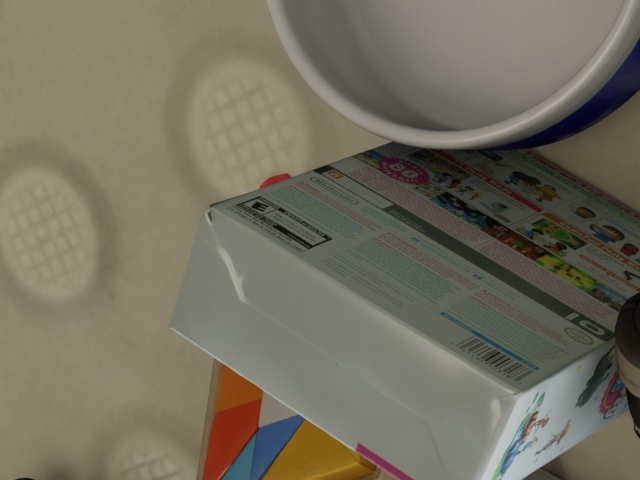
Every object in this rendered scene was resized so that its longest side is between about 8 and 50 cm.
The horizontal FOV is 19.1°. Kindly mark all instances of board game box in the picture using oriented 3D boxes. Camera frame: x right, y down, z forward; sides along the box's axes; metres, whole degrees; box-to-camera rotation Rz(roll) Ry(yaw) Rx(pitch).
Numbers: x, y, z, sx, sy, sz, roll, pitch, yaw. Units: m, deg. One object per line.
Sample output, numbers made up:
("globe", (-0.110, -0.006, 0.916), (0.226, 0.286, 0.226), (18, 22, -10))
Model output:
("board game box", (0.091, 0.033, 1.184), (0.224, 0.303, 0.097), (32, 120, 25))

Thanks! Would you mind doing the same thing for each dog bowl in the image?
("dog bowl", (0.100, -0.188, 1.200), (0.265, 0.104, 0.265), (1, 91, 29))

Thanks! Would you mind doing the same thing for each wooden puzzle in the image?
("wooden puzzle", (-0.012, 0.115, 1.375), (0.221, 0.044, 0.239), (-22, 53, 38))

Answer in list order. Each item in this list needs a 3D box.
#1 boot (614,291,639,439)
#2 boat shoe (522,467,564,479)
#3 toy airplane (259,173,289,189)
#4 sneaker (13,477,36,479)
("boot", (0.239, 0.164, 1.049), (0.138, 0.377, 0.284), (3, 94, 16))
("boat shoe", (0.171, 0.243, 1.310), (0.319, 0.116, 0.099), (29, 116, 20))
("toy airplane", (0.000, 0.000, 1.391), (0.151, 0.028, 0.151), (-22, 57, 38))
("sneaker", (-0.340, 0.313, 1.692), (0.146, 0.122, 0.330), (39, 122, 18))
